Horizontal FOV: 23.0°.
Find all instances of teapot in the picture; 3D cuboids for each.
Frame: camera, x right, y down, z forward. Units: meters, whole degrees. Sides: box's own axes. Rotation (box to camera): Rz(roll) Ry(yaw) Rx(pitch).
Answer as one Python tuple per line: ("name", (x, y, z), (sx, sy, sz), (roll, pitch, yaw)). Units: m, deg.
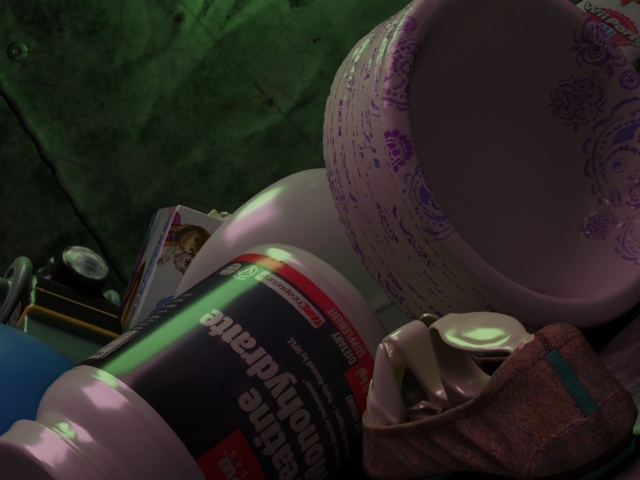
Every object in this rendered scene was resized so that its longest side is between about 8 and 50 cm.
("teapot", (0.000, 0.076, 1.396), (0.252, 0.187, 0.256), (-8, -43, -53))

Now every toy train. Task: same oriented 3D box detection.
("toy train", (-0.301, 0.162, 1.543), (0.334, 0.142, 0.190), (-55, 24, 26))

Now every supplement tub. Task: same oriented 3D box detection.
("supplement tub", (-0.086, 0.142, 1.165), (0.272, 0.191, 0.191), (-35, 7, -30))

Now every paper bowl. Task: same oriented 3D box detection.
("paper bowl", (0.126, -0.051, 1.218), (0.284, 0.284, 0.148), (-36, 5, -40))

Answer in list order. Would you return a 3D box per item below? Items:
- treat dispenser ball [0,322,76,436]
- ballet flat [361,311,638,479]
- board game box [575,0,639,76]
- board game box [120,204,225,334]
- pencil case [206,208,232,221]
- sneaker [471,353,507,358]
("treat dispenser ball", (-0.304, 0.207, 1.296), (0.288, 0.288, 0.288), (-32, 6, 3))
("ballet flat", (0.094, 0.097, 1.021), (0.107, 0.106, 0.316), (-34, 6, -25))
("board game box", (0.256, -0.127, 1.625), (0.303, 0.097, 0.224), (-35, -27, -40))
("board game box", (-0.192, 0.120, 1.679), (0.318, 0.065, 0.319), (178, 112, -80))
("pencil case", (0.000, 0.000, 1.975), (0.410, 0.183, 0.160), (-24, 24, 51))
("sneaker", (0.121, 0.090, 1.279), (0.069, 0.038, 0.098), (-31, 5, 3))
